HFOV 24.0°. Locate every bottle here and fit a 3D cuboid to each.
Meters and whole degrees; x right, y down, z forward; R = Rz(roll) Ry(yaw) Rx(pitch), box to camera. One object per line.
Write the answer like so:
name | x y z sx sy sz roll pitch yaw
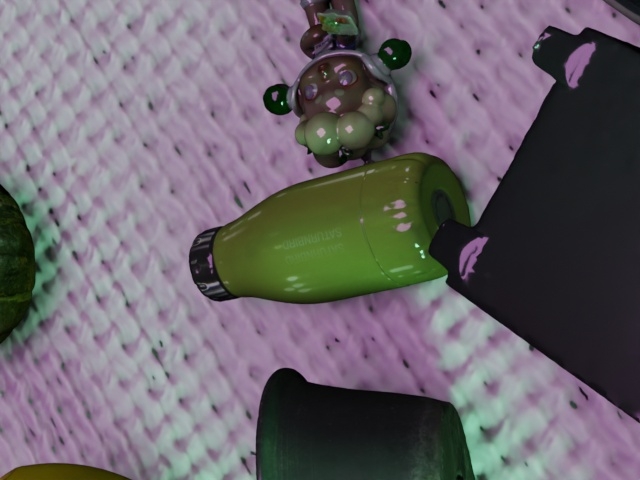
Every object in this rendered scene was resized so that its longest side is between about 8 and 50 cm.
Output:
bottle | 0.000 0.000 1.341 0.260 0.112 0.112 -13 79 33

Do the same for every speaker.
speaker | 0.256 -0.004 1.124 0.254 0.184 0.232 36 106 35

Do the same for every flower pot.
flower pot | 0.049 0.212 1.248 0.148 0.235 0.235 -10 80 15

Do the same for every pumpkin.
pumpkin | -0.403 0.026 1.591 0.224 0.157 0.223 -1 89 46

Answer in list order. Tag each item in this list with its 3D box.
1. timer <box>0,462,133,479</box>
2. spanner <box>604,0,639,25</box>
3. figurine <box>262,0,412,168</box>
timer | -0.217 0.404 1.343 0.376 0.376 0.387 -37 91 26
spanner | 0.305 -0.184 1.171 0.325 0.040 0.095 41 139 33
figurine | 0.014 -0.155 1.357 0.147 0.093 0.197 -20 74 21
